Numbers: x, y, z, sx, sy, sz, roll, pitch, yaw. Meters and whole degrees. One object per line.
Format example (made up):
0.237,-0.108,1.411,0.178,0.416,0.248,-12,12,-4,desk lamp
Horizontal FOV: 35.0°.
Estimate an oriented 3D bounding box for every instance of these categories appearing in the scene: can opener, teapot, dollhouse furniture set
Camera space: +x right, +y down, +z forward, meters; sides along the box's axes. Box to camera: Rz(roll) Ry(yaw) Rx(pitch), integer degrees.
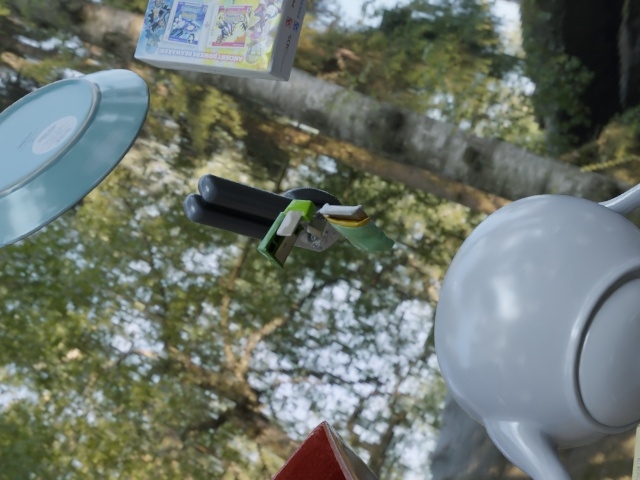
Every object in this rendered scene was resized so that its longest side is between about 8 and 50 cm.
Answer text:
-0.074,-0.040,1.440,0.280,0.093,0.074,11,-55,-45,can opener
0.244,0.079,0.916,0.252,0.187,0.256,-14,-72,-32,teapot
0.000,0.000,1.143,0.076,0.151,0.059,48,-120,-38,dollhouse furniture set

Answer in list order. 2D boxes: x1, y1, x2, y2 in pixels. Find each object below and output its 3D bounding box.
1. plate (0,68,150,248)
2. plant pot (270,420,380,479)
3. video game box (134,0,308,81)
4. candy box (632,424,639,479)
-0.207,-0.067,0.729,0.188,0.188,0.024,-53,-50,-24,plate
0.015,0.356,0.881,0.267,0.235,0.267,-49,4,-2,plant pot
-0.104,-0.281,1.143,0.048,0.205,0.187,21,-97,-56,video game box
0.484,0.206,1.234,0.087,0.183,0.317,22,-111,-27,candy box
